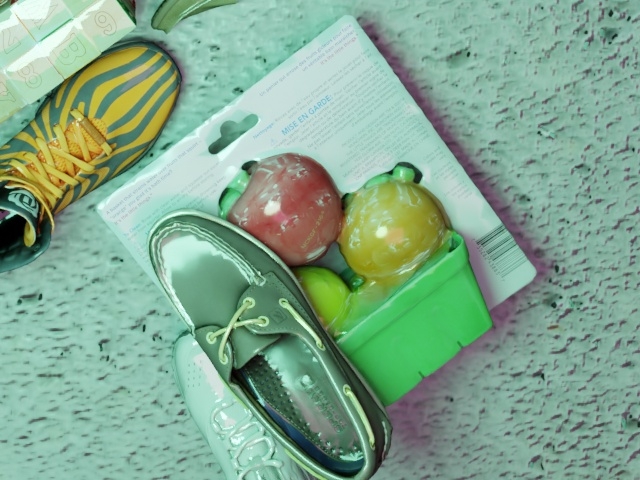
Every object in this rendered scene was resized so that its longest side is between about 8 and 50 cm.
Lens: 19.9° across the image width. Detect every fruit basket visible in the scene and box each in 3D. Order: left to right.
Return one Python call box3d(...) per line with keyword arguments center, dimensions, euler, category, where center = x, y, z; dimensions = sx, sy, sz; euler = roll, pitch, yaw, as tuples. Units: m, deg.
box3d(center=(0.000, 0.000, 1.888), dimensions=(0.327, 0.165, 0.353), euler=(-38, 102, -1), category="fruit basket")

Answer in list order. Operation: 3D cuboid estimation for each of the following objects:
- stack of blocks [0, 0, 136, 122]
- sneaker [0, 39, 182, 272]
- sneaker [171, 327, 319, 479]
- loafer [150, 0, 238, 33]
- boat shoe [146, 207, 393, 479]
box3d(center=(-0.324, -0.173, 1.777), dimensions=(0.297, 0.171, 0.087), euler=(-35, 109, 4), category="stack of blocks")
box3d(center=(-0.262, -0.063, 1.814), dimensions=(0.321, 0.180, 0.124), euler=(-42, 108, 6), category="sneaker")
box3d(center=(-0.067, 0.220, 1.958), dimensions=(0.111, 0.129, 0.297), euler=(-27, 108, 2), category="sneaker")
box3d(center=(-0.107, -0.253, 1.842), dimensions=(0.148, 0.056, 0.050), euler=(-39, 102, 5), category="loafer")
box3d(center=(-0.053, 0.103, 1.769), dimensions=(0.116, 0.097, 0.324), euler=(-39, 92, 10), category="boat shoe")
